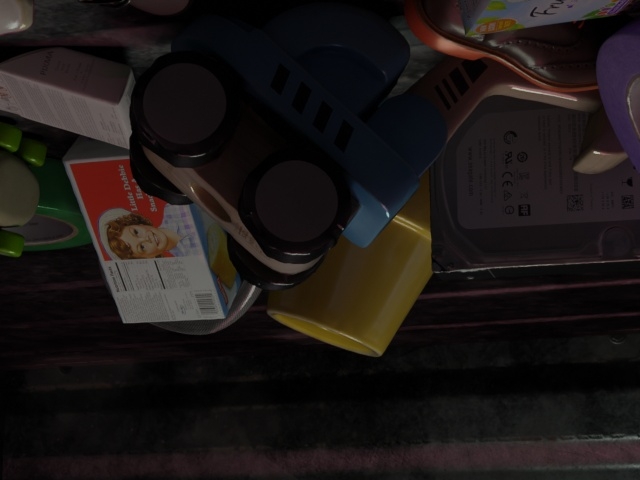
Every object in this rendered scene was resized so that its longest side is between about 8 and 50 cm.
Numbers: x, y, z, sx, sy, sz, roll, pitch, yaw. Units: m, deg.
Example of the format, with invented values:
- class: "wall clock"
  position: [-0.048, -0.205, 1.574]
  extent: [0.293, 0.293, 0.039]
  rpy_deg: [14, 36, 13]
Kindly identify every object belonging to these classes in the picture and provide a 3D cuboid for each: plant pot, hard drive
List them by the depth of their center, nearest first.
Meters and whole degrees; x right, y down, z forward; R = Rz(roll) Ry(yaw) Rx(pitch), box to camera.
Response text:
- class: "hard drive"
  position: [0.292, -0.081, 1.618]
  extent: [0.339, 0.236, 0.064]
  rpy_deg: [-3, 167, 14]
- class: "plant pot"
  position: [0.047, 0.014, 1.877]
  extent: [0.254, 0.239, 0.254]
  rpy_deg: [20, 170, 4]

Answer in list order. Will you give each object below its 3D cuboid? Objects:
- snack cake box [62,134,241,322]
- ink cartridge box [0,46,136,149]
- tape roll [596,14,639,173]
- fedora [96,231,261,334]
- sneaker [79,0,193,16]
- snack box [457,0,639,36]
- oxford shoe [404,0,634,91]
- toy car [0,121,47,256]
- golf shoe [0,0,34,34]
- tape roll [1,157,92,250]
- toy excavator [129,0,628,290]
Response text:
- class: "snack cake box"
  position: [-0.215, -0.022, 1.867]
  extent: [0.152, 0.089, 0.264]
  rpy_deg: [-3, 124, 18]
- class: "ink cartridge box"
  position: [-0.319, -0.179, 1.645]
  extent: [0.225, 0.056, 0.181]
  rpy_deg: [18, 168, 3]
- class: "tape roll"
  position: [0.378, -0.100, 1.321]
  extent: [0.090, 0.275, 0.275]
  rpy_deg: [-35, 171, -10]
- class: "fedora"
  position: [-0.180, -0.014, 1.998]
  extent: [0.244, 0.124, 0.275]
  rpy_deg: [15, 127, 3]
- class: "sneaker"
  position: [-0.180, -0.237, 1.211]
  extent: [0.100, 0.108, 0.271]
  rpy_deg: [-6, 168, 16]
- class: "snack box"
  position: [0.219, -0.246, 1.199]
  extent: [0.175, 0.070, 0.207]
  rpy_deg: [-9, 168, -11]
- class: "oxford shoe"
  position: [0.220, -0.209, 1.375]
  extent: [0.271, 0.096, 0.098]
  rpy_deg: [6, 160, -25]
- class: "toy car"
  position: [-0.477, -0.075, 1.874]
  extent: [0.188, 0.155, 0.149]
  rpy_deg: [9, 170, 17]
- class: "golf shoe"
  position: [-0.401, -0.200, 1.370]
  extent: [0.306, 0.115, 0.140]
  rpy_deg: [-9, 168, 39]
- class: "tape roll"
  position: [-0.474, -0.053, 2.104]
  extent: [0.321, 0.077, 0.321]
  rpy_deg: [0, 167, 0]
- class: "toy excavator"
  position: [0.079, -0.134, 1.484]
  extent: [0.433, 0.445, 0.222]
  rpy_deg: [42, 167, 3]
